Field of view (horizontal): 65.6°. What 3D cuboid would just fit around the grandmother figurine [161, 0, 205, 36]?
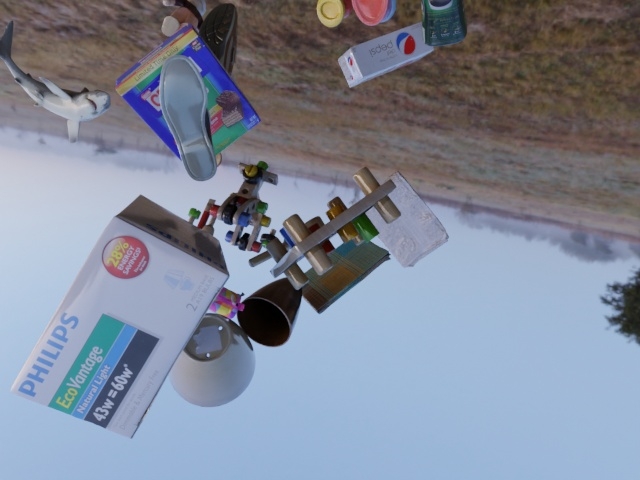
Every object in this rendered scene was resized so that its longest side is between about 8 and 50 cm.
[{"bbox_3d":[-0.503,-0.851,1.901,0.104,0.208,0.342,-20,-138,20],"label":"grandmother figurine"}]

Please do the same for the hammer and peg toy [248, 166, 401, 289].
[{"bbox_3d":[0.000,0.000,1.093,0.266,0.127,0.361,-35,178,-22],"label":"hammer and peg toy"}]

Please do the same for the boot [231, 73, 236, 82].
[{"bbox_3d":[-0.402,-0.633,1.974,0.123,0.095,0.258,30,-156,-49],"label":"boot"}]

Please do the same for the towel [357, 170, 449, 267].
[{"bbox_3d":[0.260,-0.059,1.574,0.282,0.187,0.049,48,-163,-11],"label":"towel"}]

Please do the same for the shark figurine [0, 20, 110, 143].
[{"bbox_3d":[-0.566,-0.332,1.073,0.278,0.166,0.116,31,-136,-2],"label":"shark figurine"}]

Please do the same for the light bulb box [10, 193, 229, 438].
[{"bbox_3d":[-0.376,0.124,1.009,0.225,0.357,0.361,31,-178,-18],"label":"light bulb box"}]

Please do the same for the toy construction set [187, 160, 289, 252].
[{"bbox_3d":[-0.242,-0.112,1.505,0.309,0.237,0.257,4,155,32],"label":"toy construction set"}]

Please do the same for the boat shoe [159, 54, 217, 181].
[{"bbox_3d":[-0.324,-0.296,1.210,0.114,0.302,0.091,-10,-151,-16],"label":"boat shoe"}]

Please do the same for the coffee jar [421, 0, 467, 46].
[{"bbox_3d":[0.249,-0.499,1.019,0.096,0.079,0.184,-2,145,17],"label":"coffee jar"}]

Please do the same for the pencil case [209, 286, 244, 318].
[{"bbox_3d":[-0.372,0.178,1.649,0.236,0.104,0.104,27,-177,-20],"label":"pencil case"}]

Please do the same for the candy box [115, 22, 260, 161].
[{"bbox_3d":[-0.373,-0.404,1.434,0.317,0.268,0.122,51,-177,-35],"label":"candy box"}]

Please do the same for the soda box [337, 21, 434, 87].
[{"bbox_3d":[0.153,-0.432,1.152,0.216,0.073,0.069,-28,-172,-20],"label":"soda box"}]

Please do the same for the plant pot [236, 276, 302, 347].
[{"bbox_3d":[-0.159,0.240,1.843,0.216,0.215,0.230,11,-150,19],"label":"plant pot"}]

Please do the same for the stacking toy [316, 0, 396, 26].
[{"bbox_3d":[0.143,-0.961,1.873,0.309,0.279,0.130,17,-142,29],"label":"stacking toy"}]

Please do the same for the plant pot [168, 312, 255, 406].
[{"bbox_3d":[-0.301,0.303,1.359,0.257,0.256,0.274,6,153,-7],"label":"plant pot"}]

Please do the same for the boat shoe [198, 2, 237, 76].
[{"bbox_3d":[-0.345,-0.639,1.691,0.123,0.323,0.120,9,170,22],"label":"boat shoe"}]

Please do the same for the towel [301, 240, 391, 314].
[{"bbox_3d":[0.078,0.125,2.022,0.370,0.040,0.271,-38,-149,-10],"label":"towel"}]

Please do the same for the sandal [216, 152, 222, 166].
[{"bbox_3d":[-0.449,-0.361,1.943,0.088,0.079,0.240,-32,-141,8],"label":"sandal"}]
